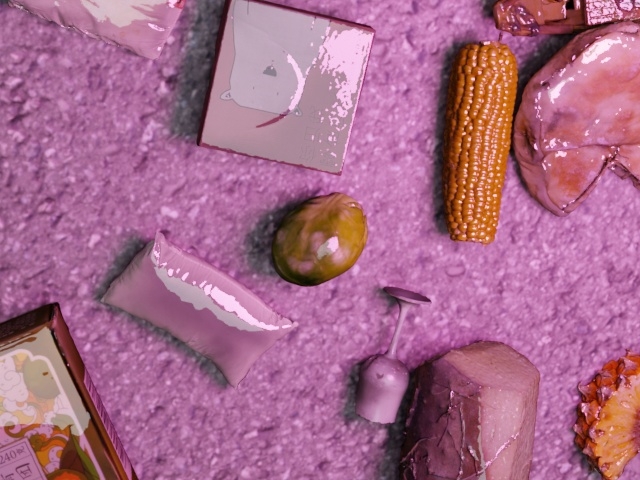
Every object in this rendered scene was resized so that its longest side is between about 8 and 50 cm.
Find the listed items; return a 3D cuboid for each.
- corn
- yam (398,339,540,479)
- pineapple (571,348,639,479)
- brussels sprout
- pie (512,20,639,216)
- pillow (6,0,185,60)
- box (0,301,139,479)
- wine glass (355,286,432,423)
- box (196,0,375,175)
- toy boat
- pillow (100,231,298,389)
[{"bbox_3d":[0.226,-0.148,1.864,0.101,0.101,0.310,2,104,-11],"label":"corn"},{"bbox_3d":[0.216,0.292,1.907,0.201,0.202,0.271,18,106,23],"label":"yam"},{"bbox_3d":[0.460,0.255,2.006,0.135,0.079,0.233,36,88,-24],"label":"pineapple"},{"bbox_3d":[-0.002,-0.002,1.832,0.117,0.155,0.155,37,94,-14],"label":"brussels sprout"},{"bbox_3d":[0.437,-0.180,1.882,0.337,0.075,0.338,-8,122,-13],"label":"pie"},{"bbox_3d":[-0.301,-0.339,1.751,0.229,0.051,0.128,19,105,-12],"label":"pillow"},{"bbox_3d":[-0.488,0.338,1.821,0.420,0.138,0.373,-22,105,-6],"label":"box"},{"bbox_3d":[0.105,0.172,1.919,0.079,0.079,0.196,14,98,-13],"label":"wine glass"},{"bbox_3d":[-0.050,-0.217,1.804,0.215,0.086,0.215,11,100,-12],"label":"box"},{"bbox_3d":[0.401,-0.344,1.839,0.321,0.121,0.089,-11,105,-8],"label":"toy boat"},{"bbox_3d":[-0.175,0.104,1.857,0.254,0.078,0.144,34,104,-15],"label":"pillow"}]
